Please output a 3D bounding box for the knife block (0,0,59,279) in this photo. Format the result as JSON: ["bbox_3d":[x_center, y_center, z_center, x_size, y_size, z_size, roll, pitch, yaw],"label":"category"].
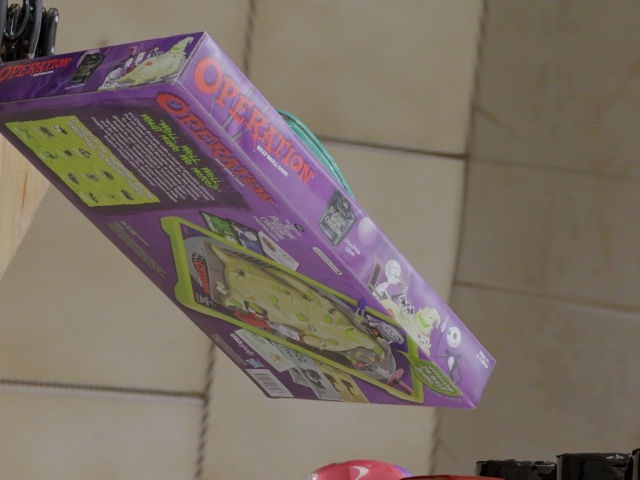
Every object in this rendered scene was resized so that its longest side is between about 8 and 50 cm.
[{"bbox_3d":[-0.328,-0.122,1.634,0.242,0.088,0.276,73,31,-50],"label":"knife block"}]

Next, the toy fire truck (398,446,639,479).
[{"bbox_3d":[0.035,0.161,0.726,0.246,0.217,0.158,7,79,-20],"label":"toy fire truck"}]

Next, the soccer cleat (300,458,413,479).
[{"bbox_3d":[0.003,0.224,1.271,0.095,0.248,0.083,8,55,-40],"label":"soccer cleat"}]

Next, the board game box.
[{"bbox_3d":[-0.053,-0.001,1.197,0.347,0.208,0.056,48,60,-34],"label":"board game box"}]

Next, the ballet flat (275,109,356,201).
[{"bbox_3d":[0.000,0.000,1.548,0.087,0.083,0.247,-50,123,-25],"label":"ballet flat"}]
